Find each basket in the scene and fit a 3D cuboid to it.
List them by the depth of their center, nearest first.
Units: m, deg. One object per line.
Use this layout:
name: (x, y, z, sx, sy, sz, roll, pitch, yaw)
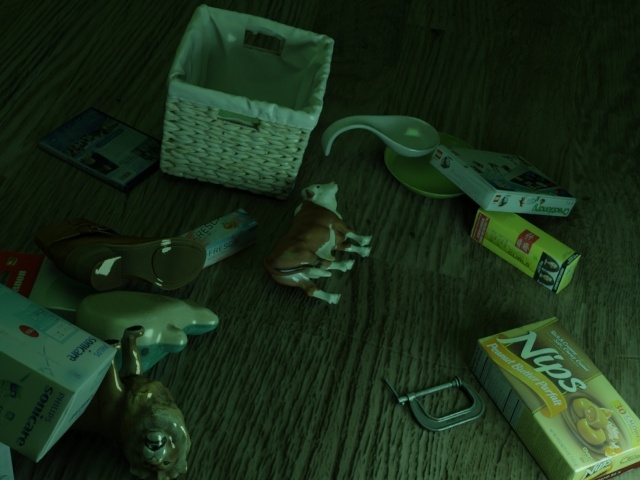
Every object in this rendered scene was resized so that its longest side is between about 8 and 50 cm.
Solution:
basket: (-0.165, -0.302, 2.237, 0.328, 0.266, 0.331, 13, 41, -3)

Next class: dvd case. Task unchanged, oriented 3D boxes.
dvd case: (-0.478, -0.208, 2.272, 0.253, 0.022, 0.180, 26, 44, 18)

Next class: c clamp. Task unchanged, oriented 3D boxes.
c clamp: (0.216, 0.288, 1.857, 0.160, 0.022, 0.137, -9, 45, -19)

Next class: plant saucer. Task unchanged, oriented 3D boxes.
plant saucer: (0.264, -0.171, 2.359, 0.240, 0.037, 0.241, 5, 43, -5)

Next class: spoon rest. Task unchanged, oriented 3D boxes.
spoon rest: (0.143, -0.243, 2.327, 0.276, 0.084, 0.137, -3, 44, -12)

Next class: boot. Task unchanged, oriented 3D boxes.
boot: (-0.381, 0.020, 1.924, 0.283, 0.109, 0.220, -14, 28, -40)

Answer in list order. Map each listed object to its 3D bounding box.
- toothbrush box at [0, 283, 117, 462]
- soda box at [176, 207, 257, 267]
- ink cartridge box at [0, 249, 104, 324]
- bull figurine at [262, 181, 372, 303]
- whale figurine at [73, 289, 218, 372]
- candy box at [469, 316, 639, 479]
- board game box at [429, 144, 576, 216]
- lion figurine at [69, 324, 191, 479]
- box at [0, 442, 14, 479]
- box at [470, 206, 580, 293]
toothbrush box: (-0.475, 0.166, 1.471, 0.295, 0.126, 0.216, 31, 10, -1)
soda box: (-0.217, 0.003, 2.058, 0.183, 0.063, 0.058, -27, 54, -33)
ink cartridge box: (-0.524, 0.076, 1.931, 0.224, 0.056, 0.181, 9, 42, -3)
bull figurine: (0.000, 0.000, 2.074, 0.188, 0.101, 0.310, 23, 43, 11)
whale figurine: (-0.317, 0.170, 1.828, 0.216, 0.141, 0.272, 21, 16, 39)
candy box: (0.434, 0.294, 1.842, 0.182, 0.088, 0.316, -13, 46, -23)
board game box: (0.409, -0.132, 2.242, 0.305, 0.053, 0.193, 3, 33, -43)
lion figurine: (-0.402, 0.268, 1.671, 0.392, 0.240, 0.142, 3, 15, 16)
box: (-0.597, 0.302, 1.536, 0.262, 0.231, 0.126, 35, 48, 26)
box: (0.434, 0.011, 2.155, 0.232, 0.087, 0.058, 37, 49, 26)
